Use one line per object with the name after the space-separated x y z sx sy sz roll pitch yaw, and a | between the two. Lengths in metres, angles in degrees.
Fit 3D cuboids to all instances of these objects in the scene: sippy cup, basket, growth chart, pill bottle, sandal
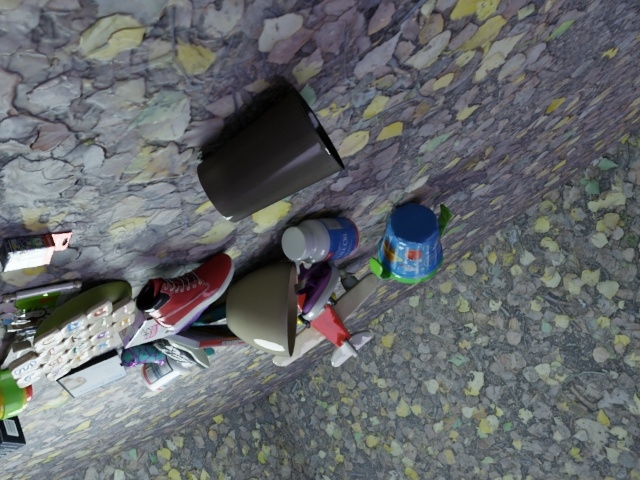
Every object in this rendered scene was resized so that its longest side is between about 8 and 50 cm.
0.313 -0.004 1.860 0.240 0.305 0.224 12 151 12 | sippy cup
-0.096 -0.142 0.986 0.227 0.154 0.204 -30 161 10 | basket
-0.603 0.155 1.181 0.172 0.021 0.237 -17 156 -32 | growth chart
-0.518 0.433 1.879 0.180 0.108 0.108 -32 161 7 | pill bottle
-0.027 0.110 1.604 0.169 0.102 0.416 -59 -173 13 | sandal
0.000 0.000 1.520 0.221 0.124 0.124 -8 152 -48 | pill bottle

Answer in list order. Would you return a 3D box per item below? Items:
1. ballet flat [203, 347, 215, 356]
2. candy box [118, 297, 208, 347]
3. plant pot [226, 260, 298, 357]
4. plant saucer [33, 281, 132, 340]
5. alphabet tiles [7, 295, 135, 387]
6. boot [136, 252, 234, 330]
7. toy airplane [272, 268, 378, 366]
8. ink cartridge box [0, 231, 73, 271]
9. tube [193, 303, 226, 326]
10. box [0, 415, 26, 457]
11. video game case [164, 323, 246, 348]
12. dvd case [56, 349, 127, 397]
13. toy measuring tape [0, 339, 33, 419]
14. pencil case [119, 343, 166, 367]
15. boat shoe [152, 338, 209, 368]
-0.454 0.429 2.087 0.041 0.041 0.114 -36 160 17 | ballet flat
-0.432 0.207 1.487 0.196 0.070 0.165 -10 153 -46 | candy box
-0.175 0.201 1.622 0.191 0.284 0.284 2 160 4 | plant pot
-0.538 0.186 1.262 0.241 0.037 0.241 -37 166 -11 | plant saucer
-0.553 0.228 1.230 0.284 0.021 0.278 -32 165 -31 | alphabet tiles
-0.326 0.101 1.325 0.244 0.088 0.176 -45 151 -13 | boot
0.015 0.289 2.060 0.386 0.272 0.384 -3 117 -29 | toy airplane
-0.501 0.019 0.966 0.115 0.029 0.063 -11 153 -44 | ink cartridge box
-0.321 0.235 1.774 0.207 0.052 0.080 -22 156 -4 | tube
-0.995 0.588 1.564 0.207 0.108 0.153 -25 161 -14 | box
-0.333 0.294 1.682 0.204 0.025 0.285 6 180 39 | video game case
-0.710 0.422 1.699 0.180 0.022 0.253 -23 160 -22 | dvd case
-0.740 0.350 1.300 0.121 0.121 0.330 -9 157 -47 | toy measuring tape
-0.554 0.361 1.701 0.064 0.070 0.152 -36 161 17 | pencil case
-0.448 0.362 1.773 0.079 0.084 0.233 -31 136 9 | boat shoe
